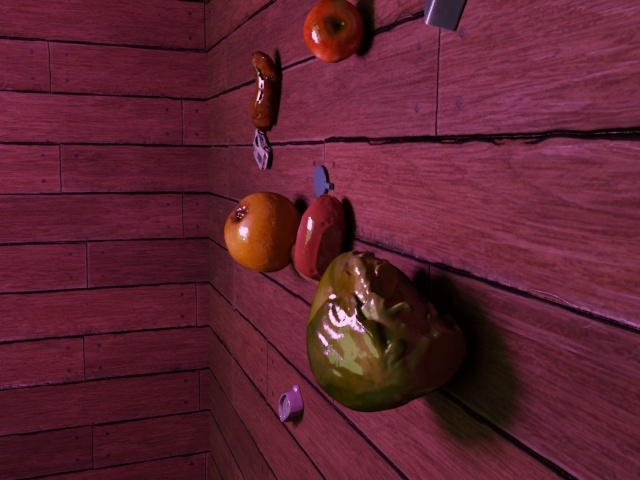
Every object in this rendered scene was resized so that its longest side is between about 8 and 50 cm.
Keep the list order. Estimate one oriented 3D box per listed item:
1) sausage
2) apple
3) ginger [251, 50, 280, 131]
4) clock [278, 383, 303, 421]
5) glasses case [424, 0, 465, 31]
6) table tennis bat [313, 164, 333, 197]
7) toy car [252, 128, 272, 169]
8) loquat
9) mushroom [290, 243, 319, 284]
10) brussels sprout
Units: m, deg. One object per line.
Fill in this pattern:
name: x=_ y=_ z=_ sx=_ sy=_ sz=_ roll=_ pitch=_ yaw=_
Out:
sausage: x=0.000 y=0.000 z=1.793 sx=0.148 sy=0.148 sz=0.254 roll=-126 pitch=40 yaw=-56
apple: x=0.034 y=-0.542 z=1.637 sx=0.139 sy=0.164 sz=0.163 roll=-159 pitch=68 yaw=-82
ginger: x=-0.210 y=-0.541 z=2.352 sx=0.133 sy=0.107 sz=0.309 roll=34 pitch=128 yaw=48
clock: x=-0.110 y=0.584 z=2.260 sx=0.152 sy=0.050 sz=0.110 roll=120 pitch=143 yaw=-54
glasses case: x=0.254 y=-0.543 z=1.189 sx=0.105 sy=0.056 sz=0.266 roll=-114 pitch=30 yaw=-43
table tennis bat: x=0.006 y=-0.177 z=1.933 sx=0.155 sy=0.019 sz=0.100 roll=-144 pitch=55 yaw=-67
toy car: x=-0.238 y=-0.365 z=2.509 sx=0.095 sy=0.056 sz=0.204 roll=106 pitch=152 yaw=-43
loquat: x=-0.181 y=-0.017 z=2.116 sx=0.275 sy=0.275 sz=0.274 roll=178 pitch=90 yaw=-69
mushroom: x=-0.040 y=0.063 z=1.983 sx=0.209 sy=0.094 sz=0.072 roll=-115 pitch=28 yaw=-55
brussels sprout: x=0.125 y=0.200 z=1.321 sx=0.371 sy=0.276 sz=0.314 roll=36 pitch=113 yaw=56
